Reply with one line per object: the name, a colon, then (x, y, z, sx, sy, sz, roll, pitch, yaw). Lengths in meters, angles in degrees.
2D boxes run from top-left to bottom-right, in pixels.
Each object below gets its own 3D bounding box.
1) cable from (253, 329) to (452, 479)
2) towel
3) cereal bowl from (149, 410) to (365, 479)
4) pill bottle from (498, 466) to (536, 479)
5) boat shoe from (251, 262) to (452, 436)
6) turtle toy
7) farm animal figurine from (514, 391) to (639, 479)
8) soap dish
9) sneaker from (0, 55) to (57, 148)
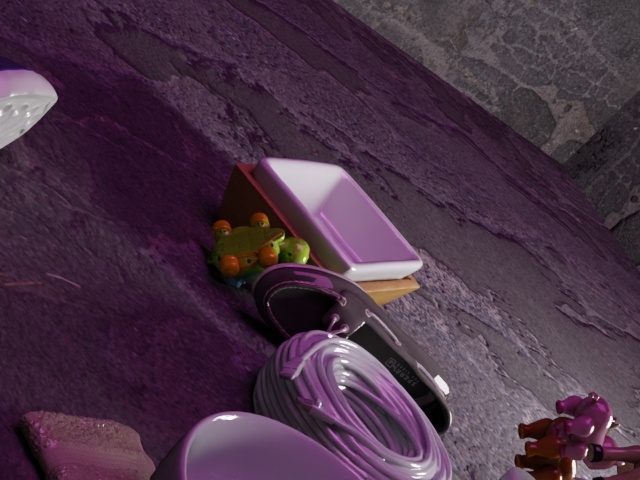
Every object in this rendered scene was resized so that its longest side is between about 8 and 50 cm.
cable: (0.039, 0.217, 1.714, 0.257, 0.089, 0.257, 44, 17, -6)
towel: (-0.199, 0.200, 1.331, 0.148, 0.027, 0.110, 20, 30, -53)
cereal bowl: (-0.031, 0.314, 1.263, 0.339, 0.141, 0.339, 40, 19, -16)
pill bottle: (0.179, 0.327, 1.658, 0.087, 0.160, 0.087, 40, 19, -16)
boat shoe: (0.053, 0.141, 1.876, 0.335, 0.112, 0.095, 37, 14, -32)
turtle toy: (-0.079, 0.017, 1.878, 0.095, 0.130, 0.066, -105, -175, -49)
farm animal figurine: (0.344, 0.320, 1.662, 0.172, 0.327, 0.330, -3, 2, -8)
soap dish: (0.000, 0.000, 2.055, 0.229, 0.118, 0.291, 50, 18, 16)
sneaker: (-0.432, -0.204, 1.533, 0.236, 0.130, 0.323, 54, 26, 8)
